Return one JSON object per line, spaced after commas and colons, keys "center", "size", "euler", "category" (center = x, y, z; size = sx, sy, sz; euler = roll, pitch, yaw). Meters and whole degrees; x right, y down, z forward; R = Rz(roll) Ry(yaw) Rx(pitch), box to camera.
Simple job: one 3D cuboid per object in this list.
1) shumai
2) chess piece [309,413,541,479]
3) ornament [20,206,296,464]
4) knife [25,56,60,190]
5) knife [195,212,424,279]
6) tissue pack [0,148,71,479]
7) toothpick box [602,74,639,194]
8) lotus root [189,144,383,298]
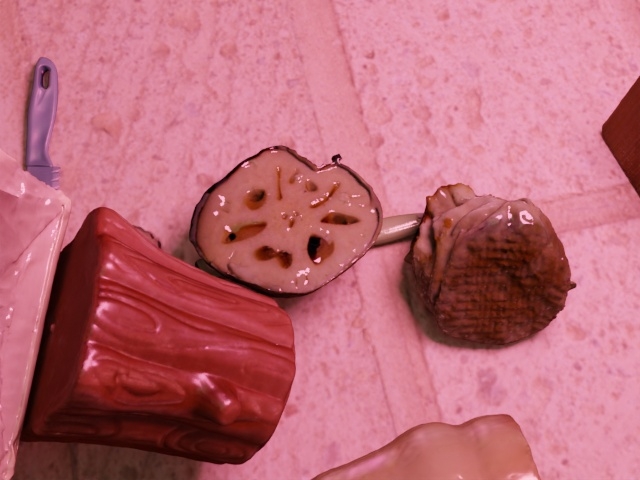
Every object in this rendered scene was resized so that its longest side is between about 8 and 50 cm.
{"center": [0.188, 0.018, 1.009], "size": [0.184, 0.184, 0.142], "euler": [3, 37, -2], "category": "shumai"}
{"center": [-0.023, 0.292, 0.819], "size": [0.442, 0.234, 0.234], "euler": [-6, 69, -2], "category": "chess piece"}
{"center": [-0.152, 0.111, 0.859], "size": [0.218, 0.221, 0.235], "euler": [20, 90, -30], "category": "ornament"}
{"center": [-0.328, -0.078, 1.057], "size": [0.045, 0.019, 0.312], "euler": [1, 71, -6], "category": "knife"}
{"center": [0.000, 0.001, 1.041], "size": [0.293, 0.020, 0.043], "euler": [-14, 69, -7], "category": "knife"}
{"center": [-0.445, 0.070, 0.818], "size": [0.381, 0.207, 0.297], "euler": [-6, 67, 26], "category": "tissue pack"}
{"center": [0.528, -0.147, 1.048], "size": [0.308, 0.190, 0.187], "euler": [-21, 70, -15], "category": "toothpick box"}
{"center": [-0.037, -0.009, 0.990], "size": [0.204, 0.078, 0.183], "euler": [-35, 64, -22], "category": "lotus root"}
